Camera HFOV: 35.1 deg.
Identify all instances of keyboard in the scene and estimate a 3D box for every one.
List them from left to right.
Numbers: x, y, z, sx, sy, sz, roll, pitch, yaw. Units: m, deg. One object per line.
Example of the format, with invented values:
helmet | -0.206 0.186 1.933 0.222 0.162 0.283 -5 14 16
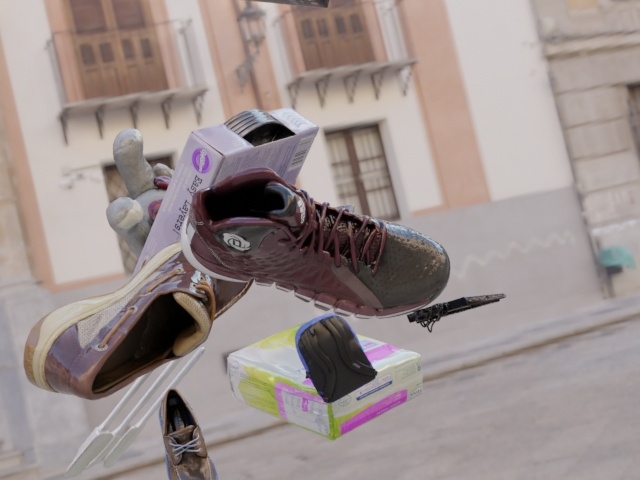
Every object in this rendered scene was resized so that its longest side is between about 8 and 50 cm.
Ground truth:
keyboard | 0.186 0.111 1.478 0.100 0.038 0.192 -5 -11 -21

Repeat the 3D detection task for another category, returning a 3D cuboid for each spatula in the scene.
spatula | -0.267 0.248 1.483 0.242 0.019 0.168 -50 -19 2

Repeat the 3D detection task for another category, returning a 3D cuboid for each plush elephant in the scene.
plush elephant | -0.219 -0.045 1.882 0.255 0.330 0.272 -17 34 7

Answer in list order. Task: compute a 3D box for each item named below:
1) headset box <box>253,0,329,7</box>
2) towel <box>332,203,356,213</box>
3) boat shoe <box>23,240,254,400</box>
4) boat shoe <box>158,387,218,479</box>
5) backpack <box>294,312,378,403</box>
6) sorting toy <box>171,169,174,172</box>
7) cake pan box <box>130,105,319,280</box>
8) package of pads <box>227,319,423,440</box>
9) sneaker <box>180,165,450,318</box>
headset box | -0.147 -0.426 1.426 0.293 0.110 0.218 11 -5 23
towel | 0.021 -0.029 1.619 0.060 0.009 0.083 -6 35 22
boat shoe | -0.174 0.092 1.180 0.123 0.123 0.342 16 26 34
boat shoe | -0.194 0.290 1.426 0.066 0.183 0.066 -19 -38 -14
backpack | 0.012 0.173 1.539 0.098 0.120 0.101 -30 6 -9
sorting toy | -0.323 -0.096 2.064 0.075 0.045 0.083 -23 33 1
cake pan box | -0.129 -0.056 1.421 0.246 0.070 0.267 -30 -29 -56
package of pads | 0.000 0.244 1.814 0.229 0.101 0.296 -19 21 -38
sneaker | 0.000 0.000 0.990 0.281 0.106 0.162 7 -20 -3
